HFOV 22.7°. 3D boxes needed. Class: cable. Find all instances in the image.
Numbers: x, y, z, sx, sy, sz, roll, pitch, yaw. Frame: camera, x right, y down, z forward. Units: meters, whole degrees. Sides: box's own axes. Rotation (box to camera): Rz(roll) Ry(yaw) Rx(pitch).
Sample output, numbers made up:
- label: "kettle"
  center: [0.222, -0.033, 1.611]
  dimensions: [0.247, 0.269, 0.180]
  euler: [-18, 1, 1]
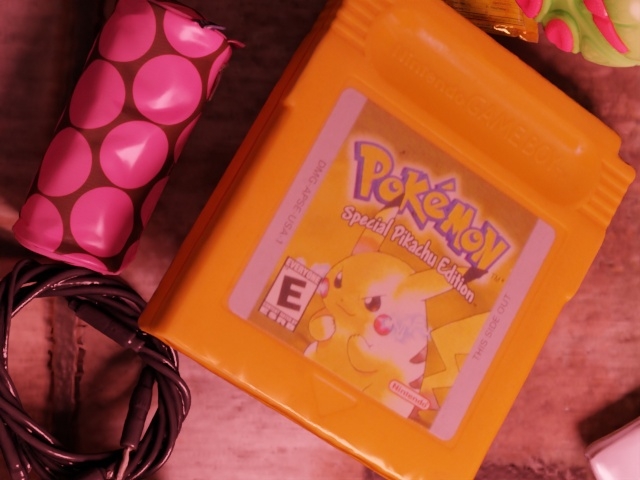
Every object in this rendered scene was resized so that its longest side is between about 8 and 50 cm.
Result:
- label: "cable"
  center: [-0.178, 0.096, 1.179]
  dimensions: [0.150, 0.047, 0.185]
  euler: [-18, 85, -20]

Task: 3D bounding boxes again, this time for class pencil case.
- label: "pencil case"
  center: [-0.141, -0.076, 1.163]
  dimensions: [0.098, 0.095, 0.209]
  euler: [25, 94, -28]

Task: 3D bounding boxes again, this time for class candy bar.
- label: "candy bar"
  center: [0.094, -0.182, 1.224]
  dimensions: [0.161, 0.018, 0.040]
  euler: [6, 92, -10]

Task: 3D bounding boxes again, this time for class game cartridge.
- label: "game cartridge"
  center: [0.063, -0.003, 1.180]
  dimensions: [0.285, 0.052, 0.324]
  euler: [33, 80, -20]

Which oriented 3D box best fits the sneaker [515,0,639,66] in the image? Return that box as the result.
- label: "sneaker"
  center: [0.175, -0.369, 1.159]
  dimensions: [0.202, 0.185, 0.483]
  euler: [-30, 105, -23]

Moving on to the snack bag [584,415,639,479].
- label: "snack bag"
  center: [0.411, 0.224, 1.320]
  dimensions: [0.323, 0.037, 0.343]
  euler: [-34, 102, -5]
